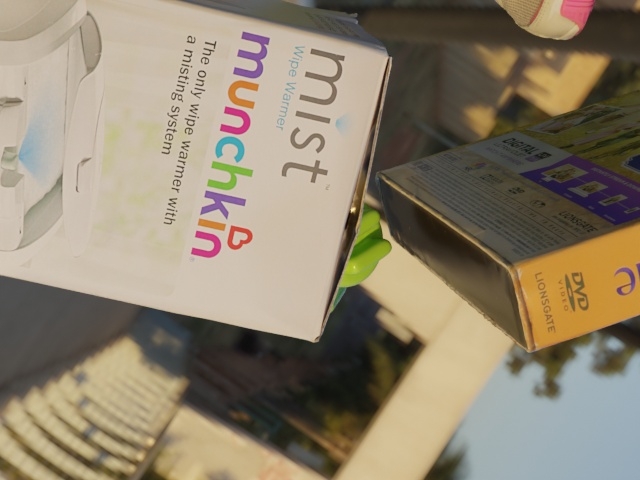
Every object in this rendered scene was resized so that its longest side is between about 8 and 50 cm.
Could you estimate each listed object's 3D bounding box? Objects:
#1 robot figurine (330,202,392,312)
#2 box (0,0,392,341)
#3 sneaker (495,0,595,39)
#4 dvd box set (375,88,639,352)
[{"bbox_3d":[0.000,0.000,1.094,0.067,0.101,0.115,-35,-158,-31],"label":"robot figurine"},{"bbox_3d":[-0.106,-0.068,0.667,0.262,0.231,0.127,-120,-137,-77],"label":"box"},{"bbox_3d":[0.101,-0.213,0.973,0.252,0.111,0.103,-120,-142,-48],"label":"sneaker"},{"bbox_3d":[0.276,-0.056,1.019,0.420,0.062,0.307,-18,-163,-9],"label":"dvd box set"}]
